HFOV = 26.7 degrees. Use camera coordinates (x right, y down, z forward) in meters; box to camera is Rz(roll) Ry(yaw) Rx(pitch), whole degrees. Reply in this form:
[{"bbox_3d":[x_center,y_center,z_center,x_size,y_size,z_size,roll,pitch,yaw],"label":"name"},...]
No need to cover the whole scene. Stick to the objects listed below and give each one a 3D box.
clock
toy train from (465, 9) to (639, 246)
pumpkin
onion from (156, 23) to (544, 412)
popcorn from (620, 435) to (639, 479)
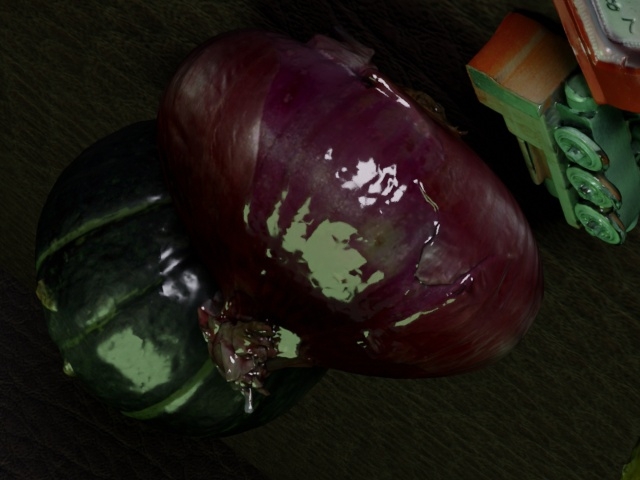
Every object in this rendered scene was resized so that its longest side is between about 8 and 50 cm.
[{"bbox_3d":[0.188,-0.144,0.760,0.113,0.061,0.155,15,148,45],"label":"clock"},{"bbox_3d":[0.175,-0.071,0.936,0.118,0.074,0.176,35,168,33],"label":"toy train"},{"bbox_3d":[-0.122,0.034,1.306,0.323,0.323,0.241,42,128,-16],"label":"pumpkin"},{"bbox_3d":[0.000,0.000,1.070,0.347,0.285,0.347,37,171,7],"label":"onion"},{"bbox_3d":[0.354,0.223,1.168,0.212,0.198,0.198,-14,138,20],"label":"popcorn"}]
